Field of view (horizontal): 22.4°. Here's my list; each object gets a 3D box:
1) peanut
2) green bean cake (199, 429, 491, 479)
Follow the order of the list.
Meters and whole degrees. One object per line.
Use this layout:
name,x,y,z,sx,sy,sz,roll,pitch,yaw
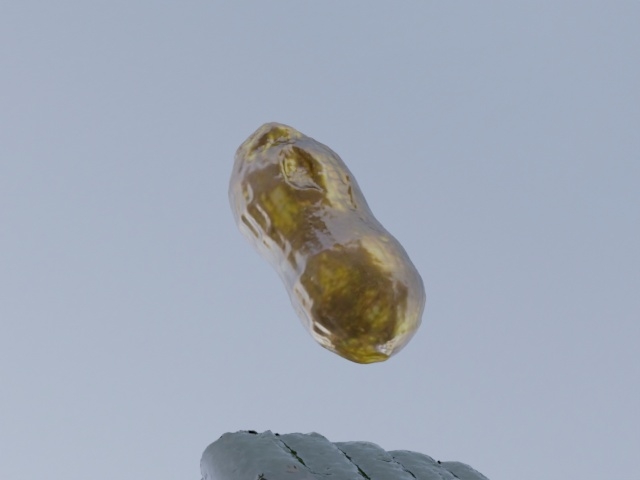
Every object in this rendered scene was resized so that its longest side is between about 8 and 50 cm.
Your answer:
peanut,0.000,0.000,1.067,0.087,0.087,0.206,-50,-133,19
green bean cake,0.017,0.273,1.149,0.250,0.156,0.247,14,-81,-24
